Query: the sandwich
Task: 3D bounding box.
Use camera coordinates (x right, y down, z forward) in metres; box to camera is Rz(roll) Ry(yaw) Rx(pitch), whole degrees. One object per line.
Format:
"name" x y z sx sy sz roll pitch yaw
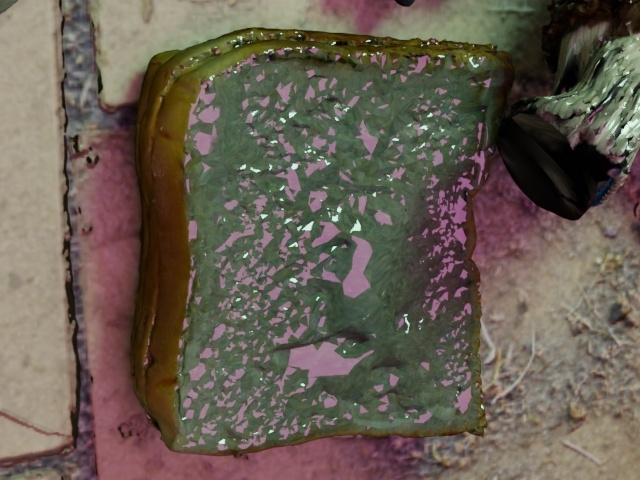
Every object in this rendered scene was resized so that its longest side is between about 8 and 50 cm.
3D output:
"sandwich" 0.000 0.000 1.047 0.271 0.099 0.301 -4 105 -28

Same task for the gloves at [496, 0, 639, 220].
"gloves" 0.238 -0.154 1.018 0.312 0.135 0.210 -61 156 -9

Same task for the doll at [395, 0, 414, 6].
"doll" 0.119 -0.297 1.020 0.258 0.153 0.195 -23 130 0

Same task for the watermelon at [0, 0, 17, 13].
"watermelon" -0.225 -0.216 0.853 0.305 0.180 0.224 -45 130 -10
